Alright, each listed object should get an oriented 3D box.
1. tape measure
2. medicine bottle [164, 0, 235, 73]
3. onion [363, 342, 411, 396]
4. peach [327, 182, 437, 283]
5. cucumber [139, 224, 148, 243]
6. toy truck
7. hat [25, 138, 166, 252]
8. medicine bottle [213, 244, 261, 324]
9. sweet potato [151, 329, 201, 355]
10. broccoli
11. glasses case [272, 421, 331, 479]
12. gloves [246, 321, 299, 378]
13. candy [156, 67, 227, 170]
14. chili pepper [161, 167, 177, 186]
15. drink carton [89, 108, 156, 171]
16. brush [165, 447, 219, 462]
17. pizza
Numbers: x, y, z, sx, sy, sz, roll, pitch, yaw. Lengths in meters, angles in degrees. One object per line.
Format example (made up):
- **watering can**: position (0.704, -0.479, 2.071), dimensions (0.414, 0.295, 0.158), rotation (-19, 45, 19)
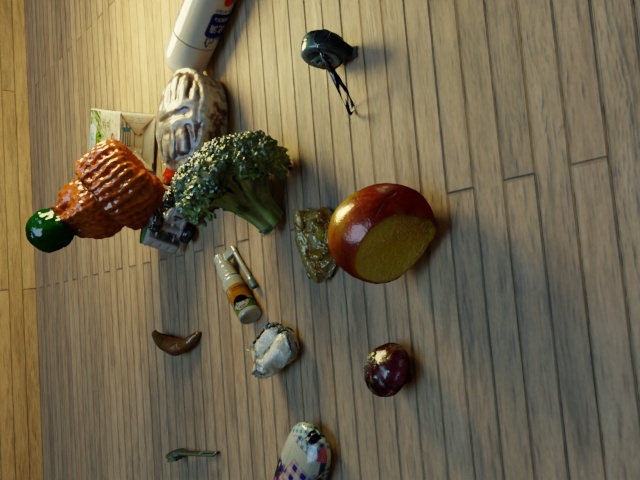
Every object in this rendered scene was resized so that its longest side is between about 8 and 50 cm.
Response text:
- **tape measure**: position (0.010, -0.352, 1.425), dimensions (0.107, 0.104, 0.179), rotation (-8, 84, 48)
- **medicine bottle**: position (-0.327, -0.600, 1.831), dimensions (0.341, 0.130, 0.130), rotation (-56, 49, 34)
- **onion**: position (0.132, 0.251, 1.292), dimensions (0.107, 0.097, 0.107), rotation (-56, 19, 32)
- **peach**: position (0.114, -0.012, 1.238), dimensions (0.192, 0.190, 0.190), rotation (6, 95, 48)
- **cucumber**: position (-0.519, -0.032, 2.138), dimensions (0.116, 0.062, 0.115), rotation (19, 107, 40)
- **toy truck**: position (-0.417, -0.079, 1.958), dimensions (0.286, 0.136, 0.111), rotation (-47, 34, 38)
- **hat**: position (-0.660, -0.087, 2.002), dimensions (0.400, 0.285, 0.285), rotation (-49, 43, -8)
- **medicine bottle**: position (-0.216, 0.111, 1.763), dimensions (0.092, 0.061, 0.220), rotation (-44, 53, 13)
- **sweet potato**: position (-0.445, 0.315, 2.054), dimensions (0.255, 0.058, 0.078), rotation (-8, 64, 48)
- **broccoli**: position (-0.206, -0.146, 1.601), dimensions (0.288, 0.260, 0.235), rotation (-11, 67, 49)
- **glasses case**: position (-0.054, 0.568, 1.539), dimensions (0.125, 0.076, 0.327), rotation (39, 120, 47)
- **gloves**: position (-0.111, 0.261, 1.616), dimensions (0.153, 0.070, 0.114), rotation (-43, 49, 35)
- **candy**: position (-0.353, -0.324, 1.849), dimensions (0.214, 0.157, 0.289), rotation (-8, 77, 37)
- **chili pepper**: position (-0.438, -0.215, 2.030), dimensions (0.070, 0.073, 0.123), rotation (-74, 8, -64)
- **drink carton**: position (-0.676, -0.344, 2.279), dimensions (0.324, 0.132, 0.194), rotation (18, 105, 52)
- **brush**: position (-0.375, 0.633, 1.974), dimensions (0.266, 0.062, 0.027), rotation (-19, 91, 46)
- **pizza**: position (0.000, 0.000, 1.479), dimensions (0.161, 0.062, 0.182), rotation (-20, 73, 49)
